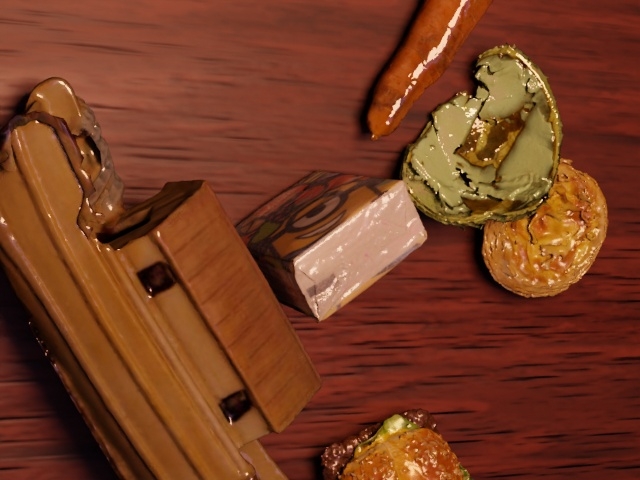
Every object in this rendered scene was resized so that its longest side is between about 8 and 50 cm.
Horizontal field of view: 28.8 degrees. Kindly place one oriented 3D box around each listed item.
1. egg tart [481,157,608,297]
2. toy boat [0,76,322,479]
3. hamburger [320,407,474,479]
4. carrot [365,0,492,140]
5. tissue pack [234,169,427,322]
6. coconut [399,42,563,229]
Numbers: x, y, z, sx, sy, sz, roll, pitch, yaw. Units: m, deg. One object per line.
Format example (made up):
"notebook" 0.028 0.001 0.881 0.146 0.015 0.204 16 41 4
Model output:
"egg tart" 0.190 -0.012 1.092 0.129 0.049 0.128 -7 107 -24
"toy boat" -0.099 0.082 0.922 0.162 0.136 0.445 -25 111 4
"hamburger" 0.075 0.229 1.051 0.137 0.087 0.166 -21 106 -21
"carrot" 0.105 -0.186 1.022 0.059 0.059 0.248 33 87 -26
"tissue pack" 0.000 0.000 0.948 0.109 0.148 0.060 -36 110 -17
"coconut" 0.137 -0.072 1.032 0.158 0.055 0.133 -40 80 -8
